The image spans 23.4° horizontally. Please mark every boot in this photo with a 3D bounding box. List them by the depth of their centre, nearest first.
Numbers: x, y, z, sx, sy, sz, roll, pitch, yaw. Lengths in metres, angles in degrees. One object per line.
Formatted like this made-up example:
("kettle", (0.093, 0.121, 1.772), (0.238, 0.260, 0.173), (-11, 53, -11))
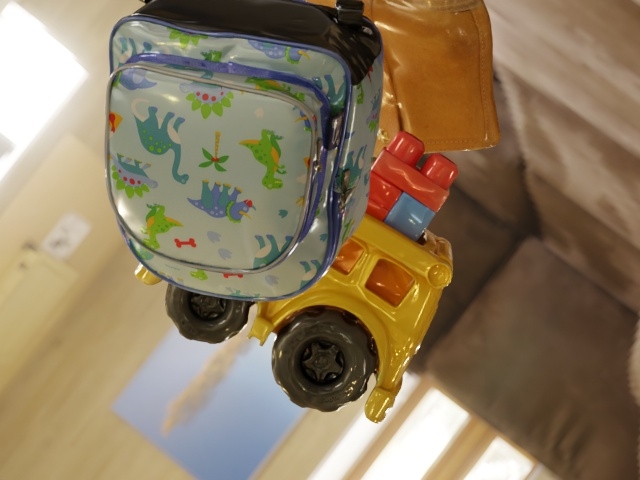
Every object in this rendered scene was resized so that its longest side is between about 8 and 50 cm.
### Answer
("boot", (0.019, -0.175, 1.298), (0.295, 0.104, 0.211), (15, 123, 43))

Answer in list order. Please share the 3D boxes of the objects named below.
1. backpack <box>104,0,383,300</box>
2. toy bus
("backpack", (-0.034, -0.032, 0.597), (0.105, 0.114, 0.084), (11, -147, 14))
("toy bus", (0.000, 0.000, 1.173), (0.220, 0.211, 0.149), (30, -167, -1))
